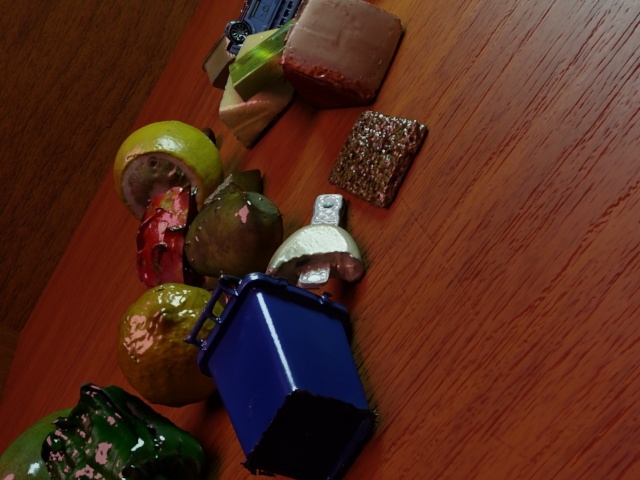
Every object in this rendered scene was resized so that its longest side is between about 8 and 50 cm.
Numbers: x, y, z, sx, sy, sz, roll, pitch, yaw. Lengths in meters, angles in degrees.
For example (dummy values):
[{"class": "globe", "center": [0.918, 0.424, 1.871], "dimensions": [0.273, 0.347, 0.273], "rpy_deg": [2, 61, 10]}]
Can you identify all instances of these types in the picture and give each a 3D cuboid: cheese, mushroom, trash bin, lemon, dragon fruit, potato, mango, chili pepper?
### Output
[{"class": "cheese", "center": [0.000, -0.001, 1.225], "dimensions": [0.235, 0.127, 0.049], "rpy_deg": [-79, -16, -58]}, {"class": "mushroom", "center": [-0.293, -0.223, 2.214], "dimensions": [0.123, 0.052, 0.123], "rpy_deg": [-56, 15, 23]}, {"class": "trash bin", "center": [-0.046, 0.159, 1.046], "dimensions": [0.162, 0.184, 0.234], "rpy_deg": [-59, 27, 18]}, {"class": "lemon", "center": [-0.328, -0.152, 1.972], "dimensions": [0.240, 0.240, 0.219], "rpy_deg": [-55, 10, 24]}, {"class": "dragon fruit", "center": [-0.289, 0.031, 1.657], "dimensions": [0.161, 0.126, 0.274], "rpy_deg": [-89, 1, -48]}, {"class": "potato", "center": [-0.141, -0.005, 1.503], "dimensions": [0.251, 0.113, 0.149], "rpy_deg": [-23, 81, 45]}, {"class": "mango", "center": [-0.606, 0.514, 1.935], "dimensions": [0.382, 0.201, 0.225], "rpy_deg": [-76, -1, -53]}, {"class": "chili pepper", "center": [-0.317, 0.354, 1.420], "dimensions": [0.385, 0.167, 0.213], "rpy_deg": [3, 67, 53]}, {"class": "lemon", "center": [-0.229, 0.169, 1.428], "dimensions": [0.231, 0.192, 0.192], "rpy_deg": [89, -171, -54]}]

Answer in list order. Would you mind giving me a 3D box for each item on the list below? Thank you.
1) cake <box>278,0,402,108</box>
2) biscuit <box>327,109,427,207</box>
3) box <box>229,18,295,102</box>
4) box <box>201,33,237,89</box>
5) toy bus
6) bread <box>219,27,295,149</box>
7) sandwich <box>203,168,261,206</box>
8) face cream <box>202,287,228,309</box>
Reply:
[{"class": "cake", "center": [0.054, -0.297, 1.487], "dimensions": [0.158, 0.160, 0.262], "rpy_deg": [-66, -14, -2]}, {"class": "biscuit", "center": [0.074, -0.122, 1.275], "dimensions": [0.131, 0.025, 0.231], "rpy_deg": [-64, 21, 2]}, {"class": "box", "center": [-0.093, -0.349, 1.694], "dimensions": [0.173, 0.043, 0.311], "rpy_deg": [-36, 18, 4]}, {"class": "box", "center": [-0.227, -0.459, 2.260], "dimensions": [0.177, 0.111, 0.111], "rpy_deg": [-39, 32, 47]}, {"class": "toy bus", "center": [-0.115, -0.551, 2.052], "dimensions": [0.292, 0.133, 0.125], "rpy_deg": [-64, 16, 9]}, {"class": "bread", "center": [-0.092, -0.329, 1.895], "dimensions": [0.178, 0.135, 0.240], "rpy_deg": [-4, 55, 28]}, {"class": "sandwich", "center": [-0.164, -0.053, 1.669], "dimensions": [0.090, 0.088, 0.244], "rpy_deg": [-44, 29, 35]}, {"class": "face cream", "center": [-0.234, 0.152, 1.625], "dimensions": [0.229, 0.075, 0.075], "rpy_deg": [-40, 32, 46]}]
